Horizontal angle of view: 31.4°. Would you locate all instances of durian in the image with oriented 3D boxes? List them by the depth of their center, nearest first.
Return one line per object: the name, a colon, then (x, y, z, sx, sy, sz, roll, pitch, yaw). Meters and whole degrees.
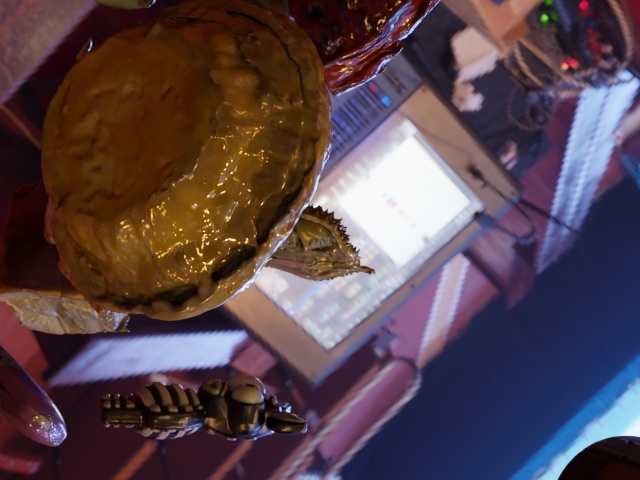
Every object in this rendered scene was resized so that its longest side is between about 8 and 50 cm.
durian: (0.000, 0.000, 1.859, 0.102, 0.208, 0.146, -61, 174, -45)

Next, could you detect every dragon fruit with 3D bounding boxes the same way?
dragon fruit: (0.103, -0.322, 1.481, 0.286, 0.228, 0.329, -26, 171, 3)

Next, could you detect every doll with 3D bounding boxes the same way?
doll: (-0.121, 0.177, 1.198, 0.219, 0.091, 0.067, 4, 93, -12)

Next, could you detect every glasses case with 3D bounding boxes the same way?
glasses case: (-0.527, 0.228, 1.874, 0.076, 0.316, 0.123, -47, 146, -11)

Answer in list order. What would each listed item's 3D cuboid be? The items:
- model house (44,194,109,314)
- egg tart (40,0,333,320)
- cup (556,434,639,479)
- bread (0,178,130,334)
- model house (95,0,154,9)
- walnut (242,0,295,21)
model house: (-0.277, -0.008, 1.732, 0.237, 0.237, 0.202, 18, 116, -33)
egg tart: (-0.172, -0.104, 1.231, 0.388, 0.388, 0.169, -45, 146, 10)
cup: (0.268, 0.196, 0.812, 0.176, 0.131, 0.155, -43, -174, -11)
bread: (-0.488, 0.025, 2.210, 0.250, 0.279, 0.225, 2, 159, 9)
model house: (-0.279, -0.419, 1.455, 0.214, 0.195, 0.189, 21, 87, -5)
walnut: (-0.093, -0.295, 1.586, 0.155, 0.155, 0.184, -35, 131, -4)
